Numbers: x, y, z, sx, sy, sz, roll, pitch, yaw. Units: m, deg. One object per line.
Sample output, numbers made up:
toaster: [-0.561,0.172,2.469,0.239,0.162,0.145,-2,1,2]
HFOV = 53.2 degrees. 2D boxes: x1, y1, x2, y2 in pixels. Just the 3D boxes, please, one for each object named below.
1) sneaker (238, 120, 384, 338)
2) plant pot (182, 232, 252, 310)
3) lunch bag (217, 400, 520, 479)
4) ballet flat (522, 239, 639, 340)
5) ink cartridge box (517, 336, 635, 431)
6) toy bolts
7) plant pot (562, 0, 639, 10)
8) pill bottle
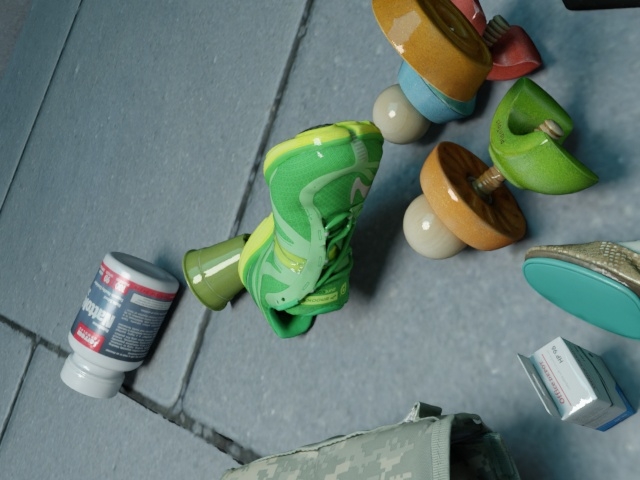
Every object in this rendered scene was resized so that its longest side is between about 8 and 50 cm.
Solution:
sneaker: [0.000,0.000,0.597,0.123,0.109,0.295,64,155,24]
plant pot: [-0.108,0.030,0.765,0.079,0.083,0.083,-29,52,20]
lunch bag: [0.037,0.271,0.425,0.235,0.169,0.287,-27,58,36]
ballet flat: [0.233,0.038,0.420,0.067,0.073,0.206,-43,42,-16]
ink cartridge box: [0.172,0.096,0.429,0.028,0.083,0.048,-42,46,25]
toy bolts: [0.090,-0.113,0.546,0.158,0.218,0.228,-41,28,34]
plant pot: [0.259,-0.298,0.464,0.188,0.167,0.187,21,88,48]
pill bottle: [-0.278,0.116,0.872,0.108,0.108,0.180,28,93,49]
